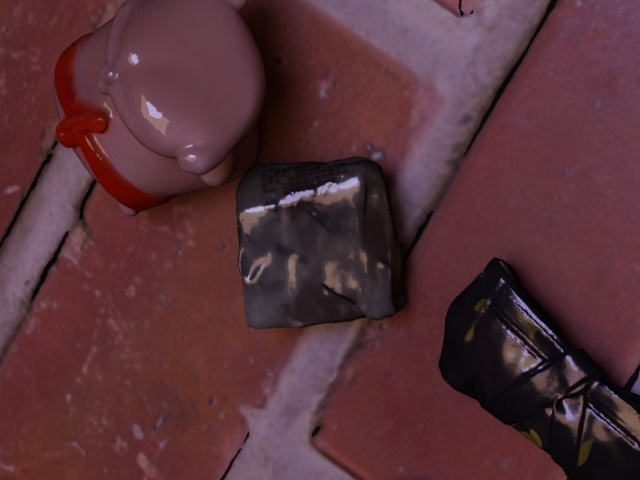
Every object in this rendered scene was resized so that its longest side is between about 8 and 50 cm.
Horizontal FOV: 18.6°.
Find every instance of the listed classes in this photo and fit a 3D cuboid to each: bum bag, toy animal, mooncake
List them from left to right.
[{"bbox_3d":[-0.121,-0.107,1.491,0.197,0.171,0.171,-26,84,63],"label":"toy animal"},{"bbox_3d":[0.000,0.000,1.495,0.125,0.073,0.130,-4,105,6],"label":"mooncake"},{"bbox_3d":[0.184,0.120,1.443,0.232,0.060,0.107,43,119,15],"label":"bum bag"}]
